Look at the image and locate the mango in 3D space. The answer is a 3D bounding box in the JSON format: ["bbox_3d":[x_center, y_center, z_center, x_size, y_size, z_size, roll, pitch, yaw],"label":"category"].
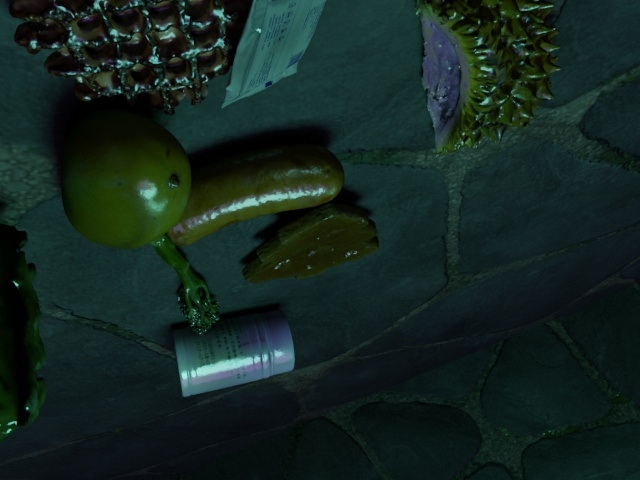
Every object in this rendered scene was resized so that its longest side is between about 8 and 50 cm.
[{"bbox_3d":[-0.248,-0.060,0.698,0.156,0.114,0.251,42,137,-12],"label":"mango"}]

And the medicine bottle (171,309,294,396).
[{"bbox_3d":[-0.198,0.251,1.302,0.253,0.152,0.152,-9,152,-17],"label":"medicine bottle"}]

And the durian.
[{"bbox_3d":[0.228,-0.219,0.733,0.191,0.112,0.341,-18,151,4],"label":"durian"}]

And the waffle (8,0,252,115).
[{"bbox_3d":[-0.169,-0.216,0.559,0.221,0.055,0.234,-38,152,30],"label":"waffle"}]

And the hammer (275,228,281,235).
[{"bbox_3d":[-0.023,-0.026,1.047,0.123,0.014,0.029,-13,165,-13],"label":"hammer"}]

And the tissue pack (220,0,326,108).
[{"bbox_3d":[-0.039,-0.220,0.595,0.122,0.026,0.193,-39,172,-32],"label":"tissue pack"}]

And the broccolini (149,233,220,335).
[{"bbox_3d":[-0.253,0.086,1.042,0.078,0.074,0.392,-23,155,-6],"label":"broccolini"}]

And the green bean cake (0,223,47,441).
[{"bbox_3d":[-0.506,0.101,0.630,0.218,0.335,0.319,-31,155,26],"label":"green bean cake"}]

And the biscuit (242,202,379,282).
[{"bbox_3d":[0.000,-0.001,1.052,0.278,0.043,0.301,-11,159,-17],"label":"biscuit"}]

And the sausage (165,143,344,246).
[{"bbox_3d":[-0.100,-0.074,0.815,0.270,0.109,0.109,-16,153,-4],"label":"sausage"}]
